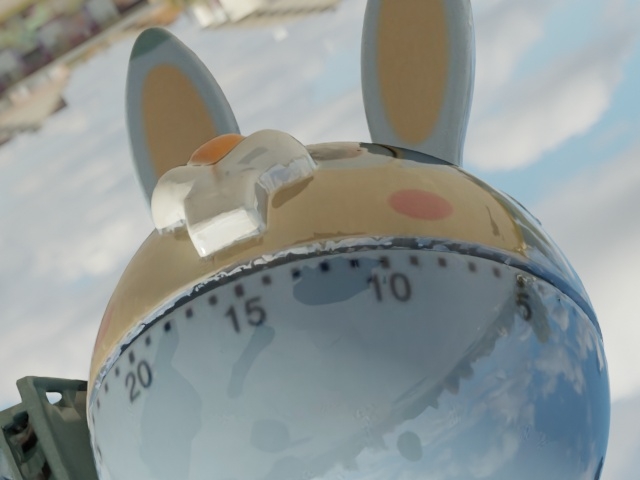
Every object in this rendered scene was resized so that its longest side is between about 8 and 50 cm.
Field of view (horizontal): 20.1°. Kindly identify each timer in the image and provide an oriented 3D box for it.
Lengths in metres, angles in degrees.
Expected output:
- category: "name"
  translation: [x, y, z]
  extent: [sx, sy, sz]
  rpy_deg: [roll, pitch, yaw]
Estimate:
- category: "timer"
  translation: [-0.004, 0.003, 0.562]
  extent: [0.175, 0.255, 0.175]
  rpy_deg: [-15, 164, -4]

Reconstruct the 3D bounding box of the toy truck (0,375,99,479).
- category: "toy truck"
  translation: [-0.048, 0.143, 0.856]
  extent: [0.184, 0.133, 0.338]
  rpy_deg: [-26, 153, -11]
